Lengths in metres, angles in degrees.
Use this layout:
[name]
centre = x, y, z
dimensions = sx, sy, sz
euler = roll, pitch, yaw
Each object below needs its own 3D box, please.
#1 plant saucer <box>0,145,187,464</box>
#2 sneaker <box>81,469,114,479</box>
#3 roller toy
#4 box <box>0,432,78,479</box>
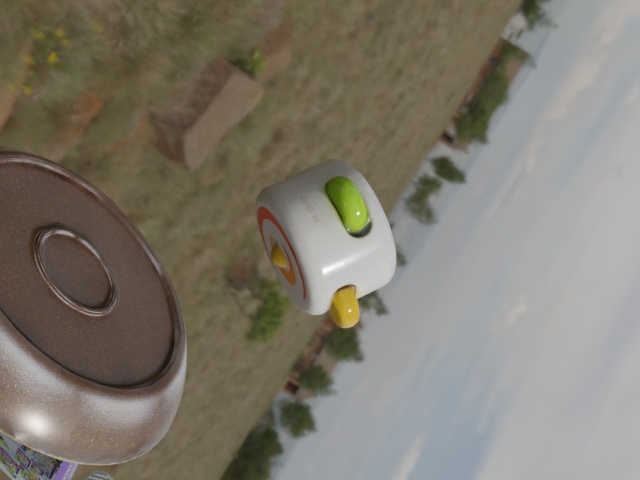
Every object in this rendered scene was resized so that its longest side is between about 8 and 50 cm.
[plant saucer]
centre = -0.216, 0.036, 0.882
dimensions = 0.050, 0.310, 0.310
euler = -37, -176, 21
[sneaker]
centre = -0.233, 0.324, 1.170
dimensions = 0.051, 0.134, 0.070
euler = -18, 155, -15
[roller toy]
centre = 0.000, 0.000, 1.457
dimensions = 0.146, 0.209, 0.191
euler = -24, -151, -16
[box]
centre = -0.462, 0.223, 1.573
dimensions = 0.057, 0.293, 0.200
euler = -23, 147, -58
